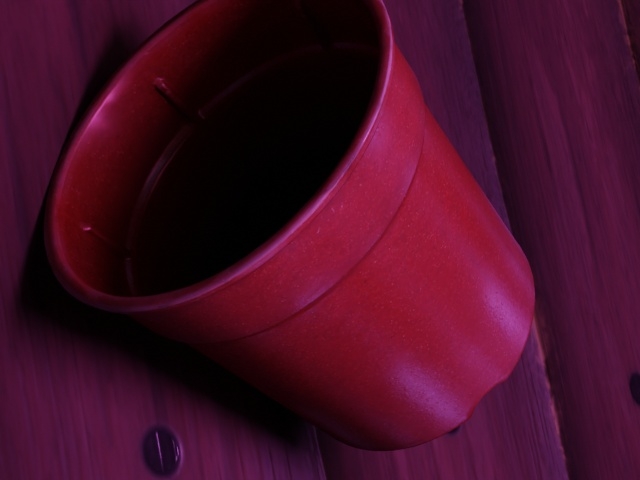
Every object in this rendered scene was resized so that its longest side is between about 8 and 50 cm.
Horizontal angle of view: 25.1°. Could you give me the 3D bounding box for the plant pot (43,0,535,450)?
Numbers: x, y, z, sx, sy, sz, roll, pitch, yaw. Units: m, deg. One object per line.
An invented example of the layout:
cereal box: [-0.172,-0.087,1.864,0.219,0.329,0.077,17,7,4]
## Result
plant pot: [0.000,0.000,0.993,0.265,0.272,0.272,45,45,-39]
